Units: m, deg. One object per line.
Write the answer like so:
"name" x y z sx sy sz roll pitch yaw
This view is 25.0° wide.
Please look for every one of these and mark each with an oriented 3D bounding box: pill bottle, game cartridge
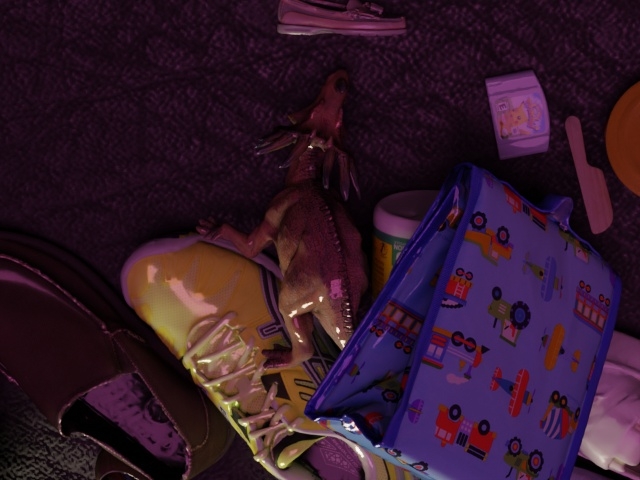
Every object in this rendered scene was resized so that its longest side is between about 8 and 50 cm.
"pill bottle" 0.108 0.065 1.414 0.117 0.117 0.208 2 109 5
"game cartridge" 0.193 -0.122 1.395 0.056 0.017 0.083 -12 108 5

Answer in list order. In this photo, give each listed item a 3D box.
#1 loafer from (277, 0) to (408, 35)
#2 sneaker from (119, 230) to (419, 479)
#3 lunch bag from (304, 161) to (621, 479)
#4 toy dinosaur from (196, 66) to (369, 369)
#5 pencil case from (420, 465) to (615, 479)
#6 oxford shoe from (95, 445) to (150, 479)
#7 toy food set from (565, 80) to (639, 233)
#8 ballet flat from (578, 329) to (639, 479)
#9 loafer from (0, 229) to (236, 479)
"loafer" 0.020 -0.214 1.366 0.125 0.045 0.039 2 103 8
"sneaker" -0.043 0.139 1.439 0.384 0.147 0.145 41 109 -8
"lunch bag" 0.160 0.085 1.316 0.221 0.138 0.293 32 80 -31
"toy dinosaur" 0.000 0.000 1.350 0.200 0.127 0.296 -52 55 50
"pencil case" 0.234 0.273 1.478 0.273 0.124 0.113 25 138 -2
"oxford shoe" -0.175 0.319 1.542 0.083 0.096 0.227 -31 105 13
"toy food set" 0.342 -0.095 1.369 0.218 0.071 0.128 -22 80 9
"ballet flat" 0.345 0.198 1.432 0.400 0.139 0.139 26 109 -4
"loafer" -0.243 0.121 1.460 0.366 0.130 0.134 34 109 -6
